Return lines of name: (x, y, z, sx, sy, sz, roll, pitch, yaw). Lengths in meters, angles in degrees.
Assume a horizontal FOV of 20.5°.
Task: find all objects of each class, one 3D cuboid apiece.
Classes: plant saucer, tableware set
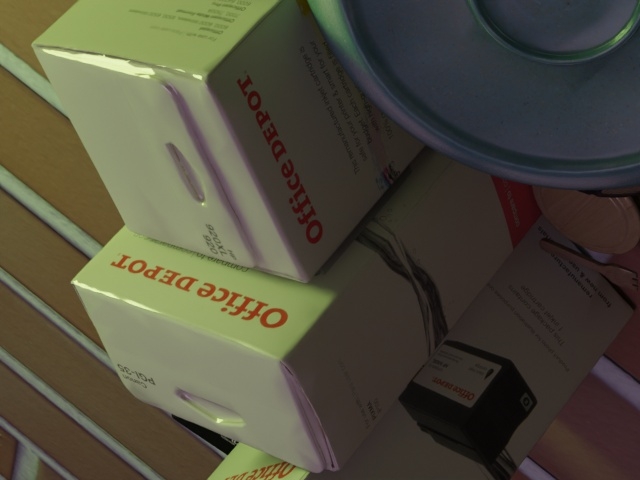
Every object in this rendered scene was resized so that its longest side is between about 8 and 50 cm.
plant saucer: (0.133, -0.149, 0.977, 0.317, 0.043, 0.317, 8, 128, 11)
tableware set: (0.233, -0.013, 1.193, 0.194, 0.039, 0.128, 26, 147, 28)

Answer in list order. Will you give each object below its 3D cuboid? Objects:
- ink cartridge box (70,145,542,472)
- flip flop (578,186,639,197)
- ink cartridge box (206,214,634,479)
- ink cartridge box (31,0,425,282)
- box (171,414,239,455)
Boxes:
ink cartridge box: (0.000, 0.000, 1.240, 0.207, 0.283, 0.117, 17, 144, 38)
flip flop: (0.161, -0.143, 1.054, 0.112, 0.080, 0.277, -11, 122, 25)
ink cartridge box: (0.059, 0.136, 1.331, 0.129, 0.307, 0.223, 46, 152, -9)
ink cartridge box: (-0.031, -0.122, 1.160, 0.168, 0.232, 0.171, 14, 141, 41)
box: (-0.019, 0.110, 1.529, 0.147, 0.180, 0.077, 30, 149, 19)
